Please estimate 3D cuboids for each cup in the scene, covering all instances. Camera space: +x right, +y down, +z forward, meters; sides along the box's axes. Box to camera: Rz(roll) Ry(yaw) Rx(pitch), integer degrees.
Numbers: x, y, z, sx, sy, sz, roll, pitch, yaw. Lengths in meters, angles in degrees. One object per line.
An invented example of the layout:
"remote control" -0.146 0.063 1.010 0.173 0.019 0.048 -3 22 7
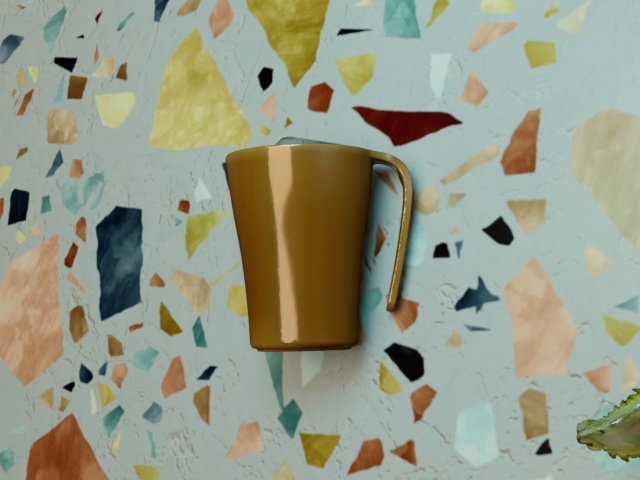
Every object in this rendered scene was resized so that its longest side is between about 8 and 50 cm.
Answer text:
"cup" 0.000 0.000 1.276 0.226 0.182 0.264 -2 86 4

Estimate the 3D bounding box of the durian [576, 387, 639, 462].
"durian" 0.380 0.121 0.957 0.306 0.166 0.172 -41 62 23
